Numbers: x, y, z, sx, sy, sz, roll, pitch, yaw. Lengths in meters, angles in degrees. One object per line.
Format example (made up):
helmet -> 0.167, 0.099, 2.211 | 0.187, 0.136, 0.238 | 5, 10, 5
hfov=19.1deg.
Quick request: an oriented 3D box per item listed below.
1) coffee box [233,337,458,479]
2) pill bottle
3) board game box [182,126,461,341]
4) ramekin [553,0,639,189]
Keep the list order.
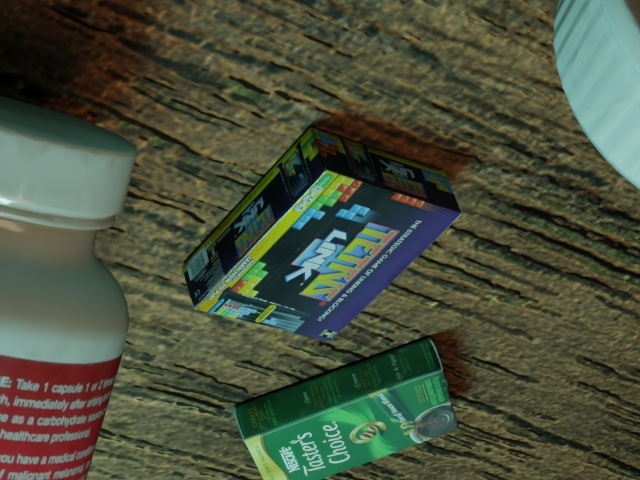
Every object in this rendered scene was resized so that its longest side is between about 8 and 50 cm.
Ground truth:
coffee box -> 0.025, 0.158, 1.676 | 0.184, 0.040, 0.113 | -19, 144, -1
pill bottle -> -0.255, 0.111, 1.211 | 0.229, 0.229, 0.408 | 12, 99, -36
board game box -> 0.000, 0.000, 1.457 | 0.141, 0.048, 0.170 | 16, 131, -37
ramekin -> 0.278, -0.131, 1.248 | 0.273, 0.273, 0.127 | -1, 152, -24
